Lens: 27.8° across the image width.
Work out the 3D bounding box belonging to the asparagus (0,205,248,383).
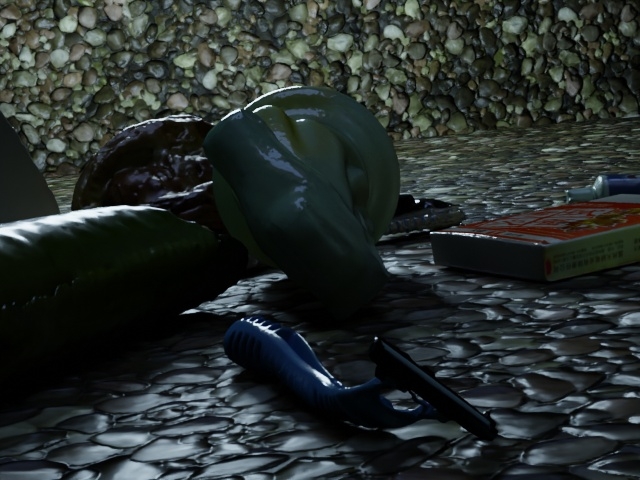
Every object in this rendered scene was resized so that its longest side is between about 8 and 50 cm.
[{"bbox_3d":[-0.193,0.034,0.916,0.128,0.108,0.382,-8,4,28],"label":"asparagus"}]

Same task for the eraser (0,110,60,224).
[{"bbox_3d":[-0.467,-0.052,1.346,0.150,0.331,0.331,-1,9,38],"label":"eraser"}]

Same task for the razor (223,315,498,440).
[{"bbox_3d":[-0.001,0.072,0.721,0.082,0.042,0.253,37,-11,-22],"label":"razor"}]

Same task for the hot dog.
[{"bbox_3d":[-0.148,-0.058,1.419,0.259,0.114,0.175,-12,48,-45],"label":"hot dog"}]

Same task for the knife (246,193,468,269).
[{"bbox_3d":[-0.001,-0.006,1.291,0.365,0.043,0.089,-12,9,-36],"label":"knife"}]

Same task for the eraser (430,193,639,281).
[{"bbox_3d":[0.234,-0.006,1.131,0.230,0.038,0.157,-11,9,-29],"label":"eraser"}]

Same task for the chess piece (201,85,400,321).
[{"bbox_3d":[-0.017,-0.037,1.060,0.176,0.175,0.298,-6,10,2],"label":"chess piece"}]

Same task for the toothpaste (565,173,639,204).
[{"bbox_3d":[0.384,-0.047,1.309,0.268,0.047,0.069,-2,-5,2],"label":"toothpaste"}]
